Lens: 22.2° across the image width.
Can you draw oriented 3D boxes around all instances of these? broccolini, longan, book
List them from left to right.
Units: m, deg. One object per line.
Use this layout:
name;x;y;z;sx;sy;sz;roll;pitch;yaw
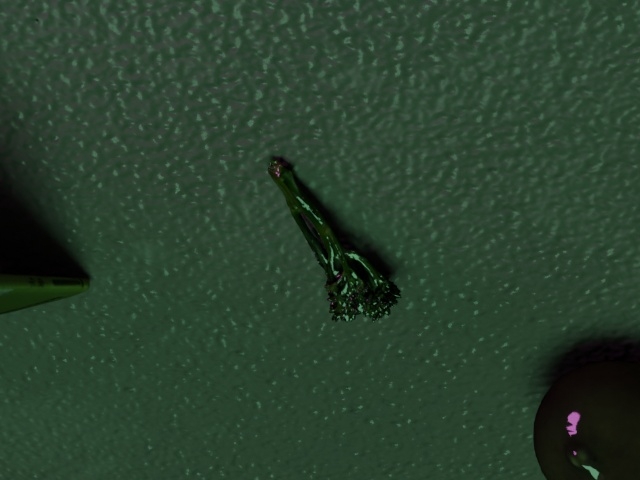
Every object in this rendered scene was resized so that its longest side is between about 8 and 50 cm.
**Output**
book;-0.389;0.060;1.505;0.239;0.035;0.352;-11;174;15
broccolini;0.001;0.007;1.549;0.074;0.058;0.201;-26;129;20
longan;0.309;0.207;1.646;0.189;0.189;0.189;3;136;3
